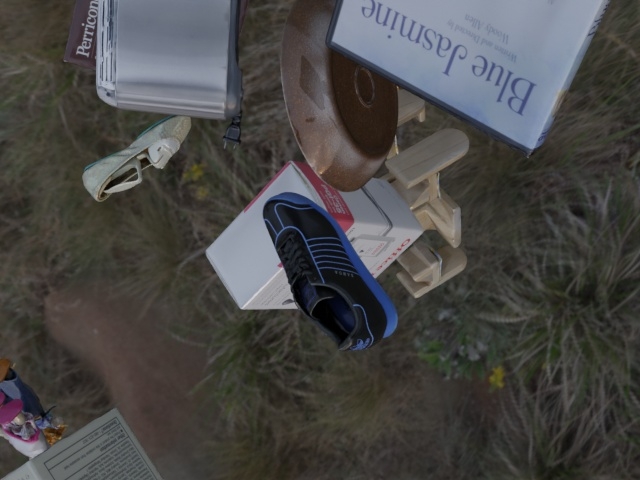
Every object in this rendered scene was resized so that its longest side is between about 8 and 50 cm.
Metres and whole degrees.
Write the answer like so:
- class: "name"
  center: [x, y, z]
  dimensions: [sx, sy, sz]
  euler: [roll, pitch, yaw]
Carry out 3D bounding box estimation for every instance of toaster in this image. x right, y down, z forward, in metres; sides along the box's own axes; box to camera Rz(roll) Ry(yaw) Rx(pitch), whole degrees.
- class: "toaster"
  center: [-0.150, -0.212, 0.900]
  dimensions: [0.147, 0.129, 0.226]
  euler: [3, 97, -5]

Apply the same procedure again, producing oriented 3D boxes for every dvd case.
- class: "dvd case"
  center: [0.108, -0.201, 0.556]
  dimensions: [0.180, 0.022, 0.253]
  euler: [32, 128, 20]

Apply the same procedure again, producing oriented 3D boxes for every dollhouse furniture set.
- class: "dollhouse furniture set"
  center: [0.179, -0.167, 1.715]
  dimensions: [0.394, 0.257, 0.362]
  euler: [51, 165, 34]

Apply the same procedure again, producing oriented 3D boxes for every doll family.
- class: "doll family"
  center: [-0.400, 0.201, 1.095]
  dimensions: [0.263, 0.118, 0.163]
  euler: [14, 142, 26]

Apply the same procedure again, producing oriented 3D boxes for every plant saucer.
- class: "plant saucer"
  center: [0.030, -0.147, 0.840]
  dimensions: [0.036, 0.199, 0.198]
  euler: [-6, 104, 31]

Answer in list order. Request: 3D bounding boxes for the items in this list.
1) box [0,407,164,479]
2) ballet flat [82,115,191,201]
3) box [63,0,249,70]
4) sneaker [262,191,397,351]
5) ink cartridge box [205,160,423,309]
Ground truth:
- class: "box"
  center: [-0.206, 0.352, 0.909]
  dimensions: [0.121, 0.148, 0.311]
  euler: [-36, 85, 28]
- class: "ballet flat"
  center: [-0.235, -0.106, 1.150]
  dimensions: [0.168, 0.057, 0.052]
  euler: [-31, 69, 5]
- class: "box"
  center: [-0.205, -0.294, 1.129]
  dimensions: [0.203, 0.167, 0.168]
  euler: [14, 107, -12]
- class: "sneaker"
  center: [-0.006, 0.034, 1.045]
  dimensions: [0.232, 0.090, 0.081]
  euler: [48, 124, 19]
- class: "ink cartridge box"
  center: [0.000, 0.000, 1.332]
  dimensions: [0.207, 0.283, 0.117]
  euler: [-46, 64, 23]
